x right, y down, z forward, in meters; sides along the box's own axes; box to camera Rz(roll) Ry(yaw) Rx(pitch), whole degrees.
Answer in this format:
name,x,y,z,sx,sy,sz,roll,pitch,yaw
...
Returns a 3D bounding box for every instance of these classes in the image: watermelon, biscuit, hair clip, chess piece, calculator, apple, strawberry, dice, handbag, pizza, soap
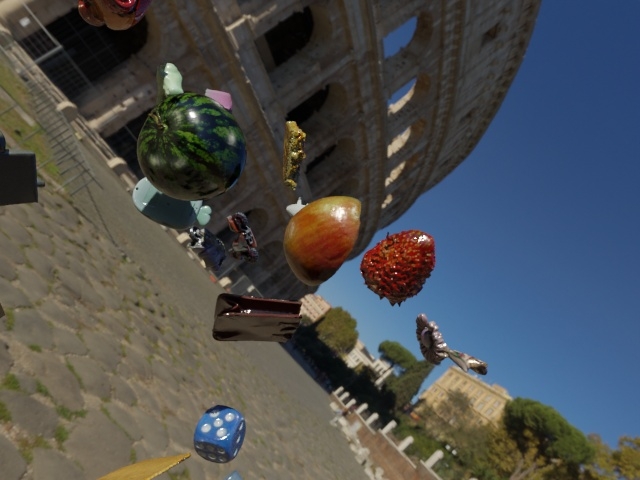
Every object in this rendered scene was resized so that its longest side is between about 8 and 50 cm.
name,x,y,z,sx,sy,sz,roll,pitch,yaw
watermelon,-0.317,-0.225,1.036,0.269,0.269,0.269,48,-11,13
biscuit,-0.502,0.627,1.111,0.237,0.232,0.013,18,57,-67
hair clip,0.411,0.362,1.376,0.300,0.069,0.173,26,-55,56
chess piece,-0.478,-0.400,1.308,0.176,0.176,0.298,39,-54,47
calculator,-0.560,-0.141,1.571,0.299,0.185,0.041,22,-12,-6
apple,0.000,0.000,1.411,0.254,0.346,0.179,51,33,12
strawberry,0.314,0.080,1.698,0.292,0.292,0.343,44,-40,31
dice,-0.356,0.690,1.471,0.143,0.146,0.146,8,-57,13
handbag,-0.211,0.261,1.361,0.260,0.275,0.084,120,-26,-54
pizza,-0.127,-0.385,1.847,0.268,0.087,0.258,-112,-149,-61
soap,-0.323,-0.305,1.259,0.181,0.081,0.259,-112,-149,-56

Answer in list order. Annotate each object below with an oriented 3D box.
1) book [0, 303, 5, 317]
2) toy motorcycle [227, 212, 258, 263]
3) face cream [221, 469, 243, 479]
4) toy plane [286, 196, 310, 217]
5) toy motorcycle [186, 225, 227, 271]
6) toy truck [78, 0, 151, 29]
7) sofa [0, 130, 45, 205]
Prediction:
name,x,y,z,sx,sy,sz,roll,pitch,yaw
book,-1.227,0.250,1.460,0.026,0.161,0.231,39,-44,11
toy motorcycle,-0.321,-0.004,1.641,0.084,0.118,0.212,-41,119,-60
face cream,-0.193,0.925,1.324,0.385,0.135,0.086,54,-24,7
toy plane,-0.013,-0.098,1.601,0.255,0.101,0.251,22,2,16
toy motorcycle,-0.402,0.039,1.498,0.225,0.073,0.152,45,27,-65
toy truck,-0.513,-0.698,1.066,0.189,0.239,0.265,7,-56,39
sofa,-0.365,-0.107,0.466,0.147,0.060,0.085,33,-58,31
